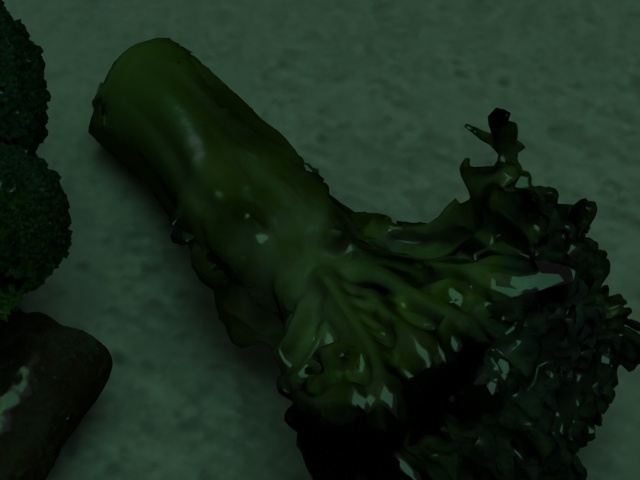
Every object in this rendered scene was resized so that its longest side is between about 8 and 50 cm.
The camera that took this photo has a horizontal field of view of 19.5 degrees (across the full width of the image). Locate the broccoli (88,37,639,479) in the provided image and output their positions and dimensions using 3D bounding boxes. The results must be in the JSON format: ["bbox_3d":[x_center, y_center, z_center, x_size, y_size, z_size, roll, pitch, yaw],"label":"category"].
[{"bbox_3d":[-0.003,0.006,0.801,0.165,0.145,0.304,-37,54,-15],"label":"broccoli"}]

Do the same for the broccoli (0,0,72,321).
[{"bbox_3d":[-0.234,-0.024,0.741,0.270,0.270,0.270,22,88,11],"label":"broccoli"}]

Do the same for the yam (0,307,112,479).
[{"bbox_3d":[-0.165,0.134,0.724,0.061,0.061,0.253,23,57,12],"label":"yam"}]
